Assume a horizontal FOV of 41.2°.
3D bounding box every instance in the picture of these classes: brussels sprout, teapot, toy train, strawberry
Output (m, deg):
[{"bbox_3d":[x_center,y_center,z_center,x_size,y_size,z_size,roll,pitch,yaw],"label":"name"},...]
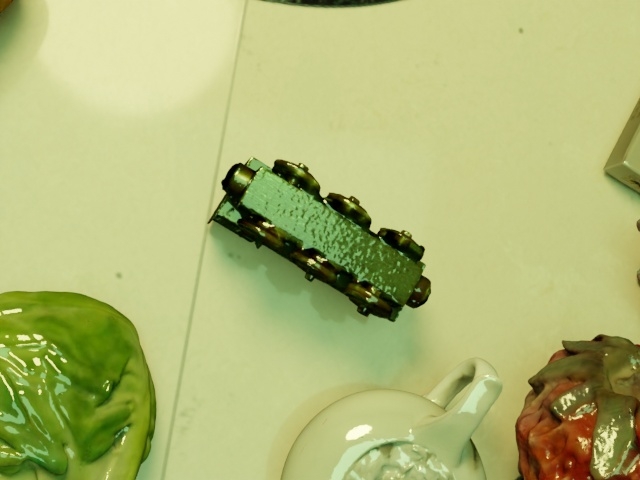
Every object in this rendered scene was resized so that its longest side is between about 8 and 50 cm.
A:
[{"bbox_3d":[-0.245,0.150,0.764,0.223,0.161,0.223,7,78,-32],"label":"brussels sprout"},{"bbox_3d":[0.069,0.237,0.815,0.204,0.139,0.298,31,80,-3],"label":"teapot"},{"bbox_3d":[0.000,0.000,0.832,0.225,0.137,0.090,33,81,-9],"label":"toy train"},{"bbox_3d":[0.312,0.260,0.845,0.149,0.265,0.336,-24,107,31],"label":"strawberry"}]

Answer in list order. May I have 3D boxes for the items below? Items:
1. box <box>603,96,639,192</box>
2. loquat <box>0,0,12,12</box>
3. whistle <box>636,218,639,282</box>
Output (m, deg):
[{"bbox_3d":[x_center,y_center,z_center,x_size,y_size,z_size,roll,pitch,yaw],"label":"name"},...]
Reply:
[{"bbox_3d":[0.493,-0.185,0.981,0.205,0.051,0.365,31,79,-6],"label":"box"},{"bbox_3d":[-0.371,-0.270,0.769,0.234,0.176,0.187,-42,121,-44],"label":"loquat"},{"bbox_3d":[0.468,0.081,0.904,0.346,0.142,0.133,38,38,-7],"label":"whistle"}]
